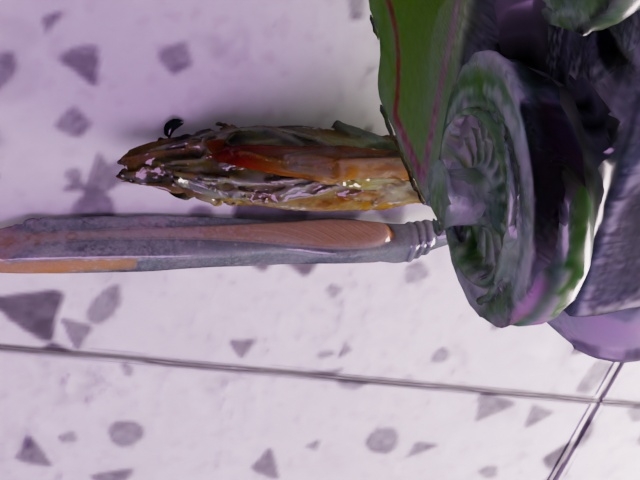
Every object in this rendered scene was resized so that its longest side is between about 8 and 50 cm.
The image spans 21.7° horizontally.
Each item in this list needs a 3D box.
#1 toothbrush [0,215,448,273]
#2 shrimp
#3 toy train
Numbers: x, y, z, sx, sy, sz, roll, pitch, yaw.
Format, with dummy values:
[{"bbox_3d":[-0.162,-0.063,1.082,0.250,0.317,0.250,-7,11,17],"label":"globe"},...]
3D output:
[{"bbox_3d":[0.000,0.000,0.828,0.375,0.028,0.037,-1,136,-16],"label":"toothbrush"},{"bbox_3d":[0.001,-0.036,0.770,0.190,0.101,0.042,1,85,-6],"label":"shrimp"},{"bbox_3d":[0.114,-0.115,0.618,0.173,0.249,0.307,-5,132,-15],"label":"toy train"}]
